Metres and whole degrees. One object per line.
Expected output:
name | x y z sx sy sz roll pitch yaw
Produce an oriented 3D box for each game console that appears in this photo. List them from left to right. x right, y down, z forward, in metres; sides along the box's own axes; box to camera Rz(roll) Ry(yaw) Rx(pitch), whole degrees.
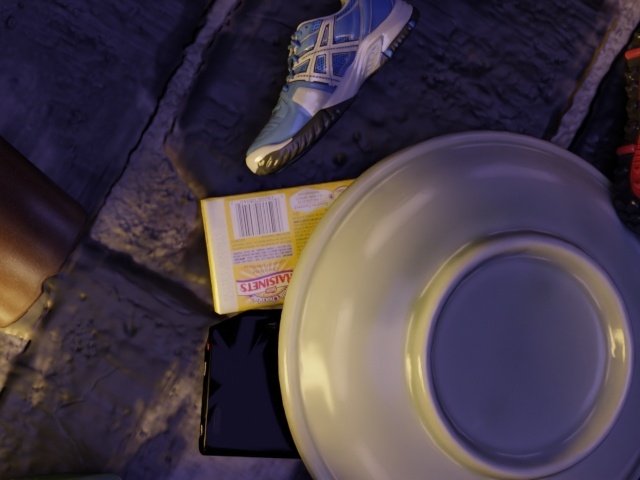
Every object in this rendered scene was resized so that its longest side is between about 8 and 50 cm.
game console | -0.005 0.242 1.627 0.213 0.044 0.361 3 91 -12

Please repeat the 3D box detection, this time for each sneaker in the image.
sneaker | -0.004 -0.146 1.605 0.081 0.080 0.211 39 74 -4
sneaker | 0.346 -0.111 1.679 0.125 0.104 0.262 29 72 -44

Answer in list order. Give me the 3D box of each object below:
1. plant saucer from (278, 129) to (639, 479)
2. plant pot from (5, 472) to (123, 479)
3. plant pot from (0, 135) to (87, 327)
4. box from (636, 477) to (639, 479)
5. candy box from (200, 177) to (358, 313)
plant saucer | 0.165 0.100 1.598 0.400 0.100 0.401 0 90 -22
plant pot | -0.250 0.317 1.484 0.252 0.248 0.247 -31 97 -25
plant pot | -0.296 -0.023 1.508 0.165 0.167 0.167 37 84 -19
box | 0.331 0.329 1.582 0.143 0.270 0.165 38 84 -11
candy box | 0.000 0.000 1.629 0.205 0.027 0.105 -8 95 -11
